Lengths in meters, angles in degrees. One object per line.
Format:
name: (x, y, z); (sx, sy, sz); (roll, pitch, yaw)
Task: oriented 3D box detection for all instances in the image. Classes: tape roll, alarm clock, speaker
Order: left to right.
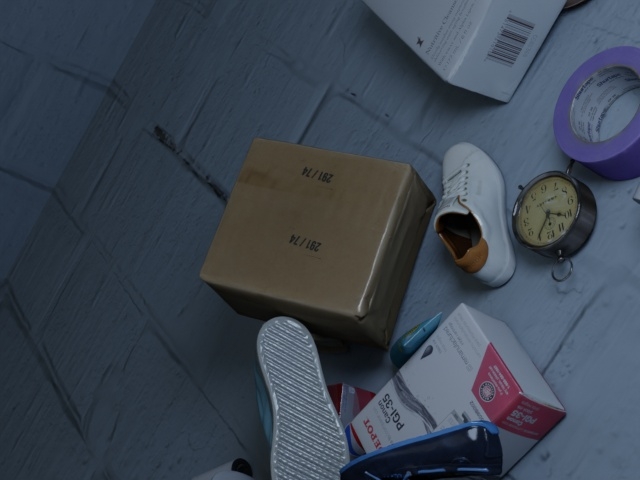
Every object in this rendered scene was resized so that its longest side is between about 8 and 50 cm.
speaker: (-0.192, 0.461, 2.079); (0.136, 0.055, 0.055); (-30, 49, 37)
alarm clock: (0.363, -0.021, 1.662); (0.129, 0.064, 0.192); (-28, 49, 39)
tape roll: (0.452, -0.192, 1.635); (0.189, 0.080, 0.189); (-27, 53, 41)

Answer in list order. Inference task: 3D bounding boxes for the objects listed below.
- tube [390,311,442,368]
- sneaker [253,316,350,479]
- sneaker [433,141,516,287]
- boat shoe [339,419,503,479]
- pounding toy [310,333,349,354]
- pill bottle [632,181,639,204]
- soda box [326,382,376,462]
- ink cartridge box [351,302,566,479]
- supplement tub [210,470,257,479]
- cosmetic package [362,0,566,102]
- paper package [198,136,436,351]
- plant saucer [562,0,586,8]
tube: (0.149, 0.165, 1.733); (0.080, 0.052, 0.207); (-45, -9, -15)
sneaker: (-0.033, 0.317, 1.800); (0.150, 0.135, 0.366); (100, 164, -66)
sneaker: (0.240, -0.066, 1.790); (0.106, 0.123, 0.290); (-41, 42, 32)
boat shoe: (0.135, 0.327, 1.527); (0.258, 0.109, 0.089); (-27, 68, 35)
pounding toy: (-0.001, 0.098, 2.034); (0.154, 0.155, 0.269); (-22, 60, 7)
pill bottle: (0.521, -0.136, 1.484); (0.124, 0.124, 0.221); (30, 94, 53)
soda box: (0.027, 0.381, 1.834); (0.092, 0.083, 0.263); (-17, 59, 46)
ink cartridge box: (0.203, 0.272, 1.651); (0.283, 0.117, 0.207); (-50, 41, 19)
supplement tub: (-0.194, 0.564, 1.913); (0.272, 0.191, 0.191); (-55, 38, 15)
cosmetic package: (0.241, -0.436, 1.938); (0.217, 0.156, 0.385); (-63, 37, 21)
paper package: (0.000, 0.000, 1.892); (0.325, 0.168, 0.309); (11, 69, 27)
plant saucer: (0.440, -0.465, 1.840); (0.168, 0.029, 0.168); (-27, 52, 41)
